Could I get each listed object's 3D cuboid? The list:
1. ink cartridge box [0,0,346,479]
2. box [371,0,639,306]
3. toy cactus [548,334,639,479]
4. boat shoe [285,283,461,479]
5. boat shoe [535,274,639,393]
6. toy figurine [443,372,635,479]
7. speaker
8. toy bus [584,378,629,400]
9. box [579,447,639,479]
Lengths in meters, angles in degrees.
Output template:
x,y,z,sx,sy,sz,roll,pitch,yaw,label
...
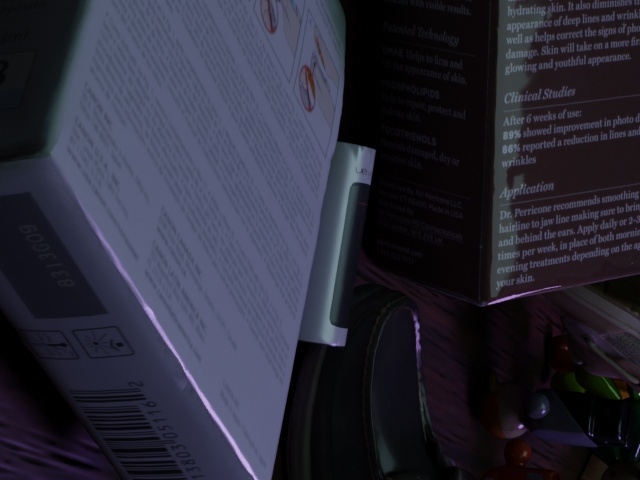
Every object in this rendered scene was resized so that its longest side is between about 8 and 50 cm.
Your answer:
x,y,z,sx,sy,sz,roll,pitch,yaw,label
-0.087,-0.091,1.053,0.308,0.091,0.385,63,28,-47,ink cartridge box
0.148,-0.160,1.313,0.191,0.143,0.381,-8,108,-35,box
0.277,0.176,1.628,0.112,0.219,0.180,-8,105,-41,toy cactus
0.063,0.203,1.320,0.132,0.130,0.355,-32,125,-55,boat shoe
0.240,0.069,1.494,0.098,0.302,0.109,-60,176,33,boat shoe
0.169,0.233,1.525,0.209,0.148,0.213,-51,138,-52,toy figurine
0.000,0.000,1.229,0.055,0.055,0.136,13,85,-62,speaker
0.341,0.103,1.724,0.149,0.220,0.211,-42,139,-51,toy bus
0.304,0.246,1.826,0.232,0.087,0.058,-57,145,-39,box
